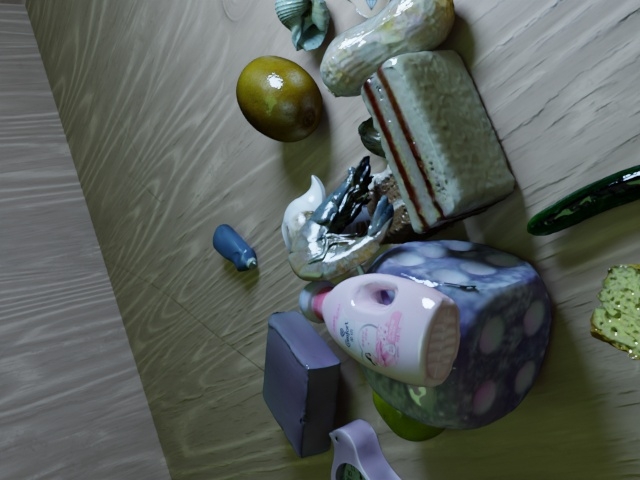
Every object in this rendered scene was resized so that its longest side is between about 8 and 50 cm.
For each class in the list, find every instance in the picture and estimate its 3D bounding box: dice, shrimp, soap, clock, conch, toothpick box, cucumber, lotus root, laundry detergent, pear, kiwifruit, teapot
[{"bbox_3d":[0.238,0.160,1.135,0.270,0.270,0.272,22,117,48],"label":"dice"},{"bbox_3d":[0.059,-0.040,1.151,0.178,0.289,0.075,17,145,39],"label":"shrimp"},{"bbox_3d":[-0.063,0.384,1.686,0.285,0.107,0.297,43,132,52],"label":"soap"},{"bbox_3d":[0.139,0.611,1.549,0.290,0.080,0.276,1,101,52],"label":"clock"},{"bbox_3d":[-0.034,-0.532,1.435,0.135,0.102,0.153,10,141,39],"label":"conch"},{"bbox_3d":[0.069,-0.044,1.396,0.098,0.148,0.099,19,114,49],"label":"toothpick box"},{"bbox_3d":[0.448,-0.069,0.979,0.284,0.056,0.056,-29,77,47],"label":"cucumber"},{"bbox_3d":[0.151,-0.217,1.299,0.179,0.080,0.089,23,96,42],"label":"lotus root"},{"bbox_3d":[0.082,0.129,1.032,0.335,0.087,0.159,13,92,54],"label":"laundry detergent"},{"bbox_3d":[-0.260,0.032,1.919,0.206,0.061,0.097,37,119,40],"label":"laundry detergent"},{"bbox_3d":[0.202,0.355,1.347,0.180,0.166,0.216,35,150,26],"label":"pear"},{"bbox_3d":[-0.096,-0.340,1.497,0.234,0.195,0.196,43,131,31],"label":"kiwifruit"},{"bbox_3d":[0.000,0.000,1.490,0.139,0.204,0.298,-25,99,9],"label":"teapot"}]

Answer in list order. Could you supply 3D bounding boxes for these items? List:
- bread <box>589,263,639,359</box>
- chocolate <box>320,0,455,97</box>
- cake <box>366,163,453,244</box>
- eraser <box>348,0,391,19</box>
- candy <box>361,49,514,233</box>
[{"bbox_3d":[0.519,0.105,0.865,0.228,0.139,0.143,20,113,48],"label":"bread"},{"bbox_3d":[0.120,-0.382,1.202,0.309,0.134,0.134,-26,79,34],"label":"chocolate"},{"bbox_3d":[0.179,-0.079,1.267,0.135,0.134,0.147,-36,60,53],"label":"cake"},{"bbox_3d":[0.138,-0.594,1.205,0.171,0.087,0.291,50,135,24],"label":"eraser"},{"bbox_3d":[0.217,-0.190,1.142,0.135,0.179,0.321,-32,74,53],"label":"candy"}]
